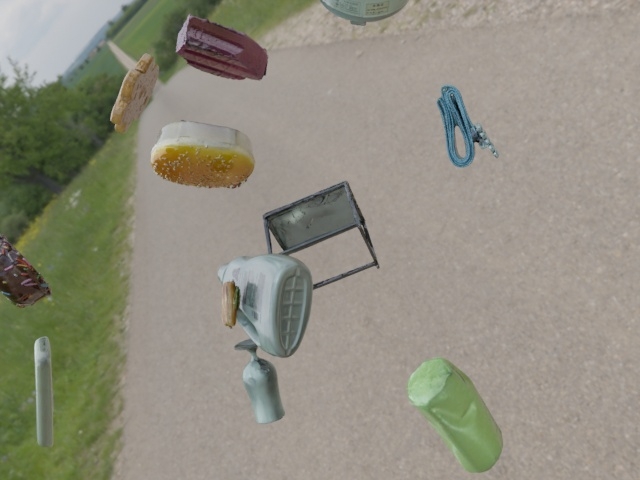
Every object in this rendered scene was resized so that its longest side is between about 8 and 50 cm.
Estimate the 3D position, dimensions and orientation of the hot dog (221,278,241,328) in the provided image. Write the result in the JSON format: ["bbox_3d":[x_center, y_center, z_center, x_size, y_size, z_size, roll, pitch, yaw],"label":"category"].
[{"bbox_3d":[-0.237,0.169,1.709,0.056,0.041,0.133,-2,88,62],"label":"hot dog"}]

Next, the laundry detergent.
[{"bbox_3d":[-0.178,0.149,1.769,0.398,0.125,0.264,16,103,55],"label":"laundry detergent"}]

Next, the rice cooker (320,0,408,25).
[{"bbox_3d":[0.106,-0.675,1.472,0.317,0.317,0.264,-22,46,46],"label":"rice cooker"}]

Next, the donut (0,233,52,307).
[{"bbox_3d":[-0.711,0.056,1.438,0.089,0.235,0.235,-43,20,-22],"label":"donut"}]

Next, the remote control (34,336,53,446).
[{"bbox_3d":[-0.634,0.352,1.471,0.090,0.038,0.309,-123,38,-48],"label":"remote control"}]

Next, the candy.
[{"bbox_3d":[0.324,0.412,1.510,0.142,0.343,0.132,-32,34,9],"label":"candy"}]

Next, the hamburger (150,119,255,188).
[{"bbox_3d":[-0.335,-0.238,1.849,0.227,0.295,0.151,135,141,-66],"label":"hamburger"}]

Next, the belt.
[{"bbox_3d":[0.304,-0.247,1.355,0.100,0.179,0.065,-16,12,18],"label":"belt"}]

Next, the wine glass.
[{"bbox_3d":[-0.169,0.399,1.831,0.103,0.231,0.103,-15,7,2],"label":"wine glass"}]

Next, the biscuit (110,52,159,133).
[{"bbox_3d":[-0.612,-0.490,2.119,0.275,0.052,0.355,-62,11,19],"label":"biscuit"}]

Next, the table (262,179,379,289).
[{"bbox_3d":[0.000,0.000,2.286,0.335,0.222,0.272,-22,41,7],"label":"table"}]

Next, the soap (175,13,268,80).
[{"bbox_3d":[-0.299,-0.585,2.002,0.182,0.289,0.112,2,78,66],"label":"soap"}]
